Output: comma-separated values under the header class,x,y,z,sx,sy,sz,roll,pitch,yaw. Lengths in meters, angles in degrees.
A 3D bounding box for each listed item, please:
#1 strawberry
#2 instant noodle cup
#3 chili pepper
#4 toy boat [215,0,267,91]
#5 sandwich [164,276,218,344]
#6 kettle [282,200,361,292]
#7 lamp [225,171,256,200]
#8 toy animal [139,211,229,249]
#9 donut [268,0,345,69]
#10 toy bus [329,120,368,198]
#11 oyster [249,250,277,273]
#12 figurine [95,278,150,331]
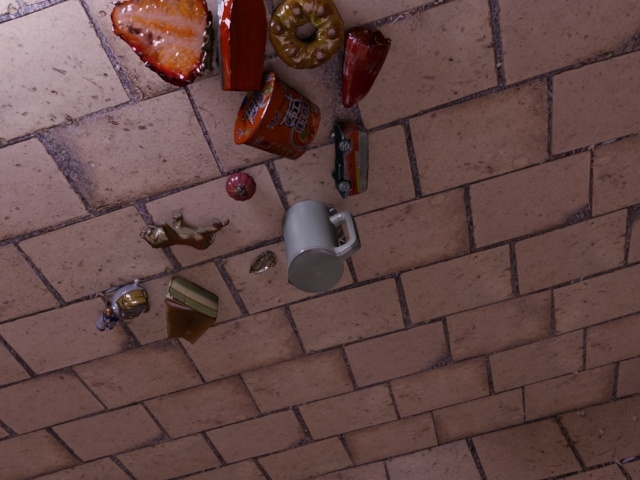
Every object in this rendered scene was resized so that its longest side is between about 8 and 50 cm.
class,x,y,z,sx,sy,sz,roll,pitch,yaw
strawberry,-0.438,-0.576,1.452,0.281,0.150,0.253,-7,104,0
instant noodle cup,-0.132,-0.382,1.572,0.192,0.250,0.250,21,120,-30
chili pepper,0.127,-0.539,1.570,0.137,0.144,0.252,17,134,2
toy boat,-0.243,-0.610,1.463,0.145,0.133,0.331,-11,118,-37
sandwich,-0.562,0.286,2.010,0.228,0.155,0.198,35,114,-26
kettle,-0.003,0.013,1.798,0.266,0.317,0.204,-4,123,-3
lamp,-0.281,-0.190,1.759,0.108,0.092,0.107,-2,124,-3
toy animal,-0.511,-0.020,1.859,0.313,0.097,0.157,8,135,-15
donut,-0.043,-0.624,1.482,0.227,0.113,0.226,-4,124,-5
toy bus,0.104,-0.287,1.734,0.120,0.121,0.264,-10,124,-11
oyster,-0.237,0.088,1.994,0.132,0.029,0.086,-16,119,7
figurine,-0.789,0.271,2.002,0.194,0.133,0.274,-11,158,-38
